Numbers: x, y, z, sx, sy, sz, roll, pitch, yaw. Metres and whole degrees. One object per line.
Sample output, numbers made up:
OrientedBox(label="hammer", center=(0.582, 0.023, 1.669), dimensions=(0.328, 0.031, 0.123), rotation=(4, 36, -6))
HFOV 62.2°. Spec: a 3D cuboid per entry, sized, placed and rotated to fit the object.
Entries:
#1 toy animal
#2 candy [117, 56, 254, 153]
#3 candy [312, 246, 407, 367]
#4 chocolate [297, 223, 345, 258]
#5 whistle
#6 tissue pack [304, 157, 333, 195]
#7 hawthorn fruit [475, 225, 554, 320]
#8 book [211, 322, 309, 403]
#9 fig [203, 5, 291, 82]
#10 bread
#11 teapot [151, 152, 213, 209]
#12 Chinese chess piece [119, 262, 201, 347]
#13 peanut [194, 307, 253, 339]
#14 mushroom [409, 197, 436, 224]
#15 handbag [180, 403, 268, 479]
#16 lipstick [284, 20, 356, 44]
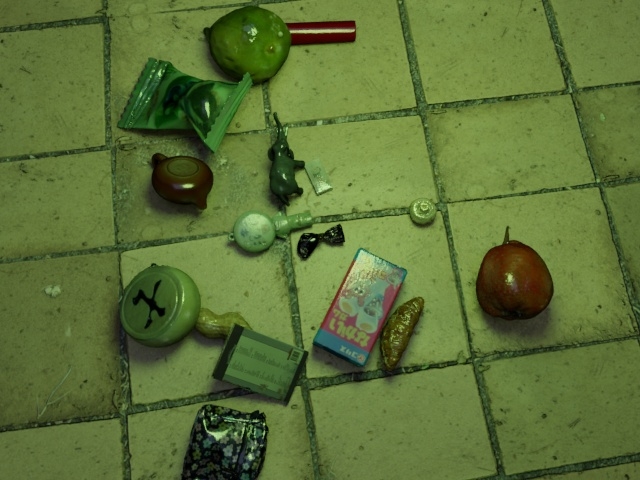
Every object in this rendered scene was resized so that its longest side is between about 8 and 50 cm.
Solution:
OrientedBox(label="toy animal", center=(-0.105, -0.236, 1.594), dimensions=(0.082, 0.137, 0.269), rotation=(-5, 84, 17))
OrientedBox(label="candy", center=(-0.426, -0.425, 1.633), dimensions=(0.398, 0.172, 0.262), rotation=(19, 71, 17))
OrientedBox(label="candy", center=(0.111, 0.191, 1.514), dimensions=(0.157, 0.100, 0.305), rotation=(26, 76, 4))
OrientedBox(label="chocolate", center=(-0.001, -0.003, 1.579), dimensions=(0.147, 0.070, 0.072), rotation=(-20, 72, -11))
OrientedBox(label="whistle", center=(-0.150, -0.038, 1.585), dimensions=(0.258, 0.067, 0.126), rotation=(-15, 89, -9))
OrientedBox(label="tissue pack", center=(-0.007, -0.198, 1.648), dimensions=(0.056, 0.023, 0.108), rotation=(-24, 77, -6))
OrientedBox(label="hawthorn fruit", center=(0.543, 0.091, 1.496), dimensions=(0.211, 0.210, 0.262), rotation=(5, 68, 0))
OrientedBox(label="book", center=(-0.164, 0.340, 1.465), dimensions=(0.231, 0.026, 0.157), rotation=(25, 83, -16))
OrientedBox(label="fig", center=(-0.244, -0.609, 1.686), dimensions=(0.233, 0.314, 0.232), rotation=(-1, 92, -38))
OrientedBox(label="bread", center=(0.220, 0.250, 1.497), dimensions=(0.076, 0.105, 0.233), rotation=(31, 71, 1))
OrientedBox(label="teapot", center=(-0.426, -0.176, 1.591), dimensions=(0.252, 0.135, 0.178), rotation=(36, 42, 26))
OrientedBox(label="Chinese chess piece", center=(-0.448, 0.181, 1.475), dimensions=(0.238, 0.092, 0.237), rotation=(-7, 68, 19))
OrientedBox(label="peanut", center=(-0.281, 0.239, 1.501), dimensions=(0.193, 0.089, 0.089), rotation=(12, 76, 1))
OrientedBox(label="mushroom", center=(0.309, -0.090, 1.605), dimensions=(0.084, 0.067, 0.083), rotation=(-2, 74, 6))
OrientedBox(label="handbag", center=(-0.246, 0.549, 1.398), dimensions=(0.208, 0.127, 0.228), rotation=(15, 75, -4))
OrientedBox(label="lipstick", center=(-0.024, -0.685, 1.751), dimensions=(0.280, 0.073, 0.073), rotation=(-4, 76, -3))
